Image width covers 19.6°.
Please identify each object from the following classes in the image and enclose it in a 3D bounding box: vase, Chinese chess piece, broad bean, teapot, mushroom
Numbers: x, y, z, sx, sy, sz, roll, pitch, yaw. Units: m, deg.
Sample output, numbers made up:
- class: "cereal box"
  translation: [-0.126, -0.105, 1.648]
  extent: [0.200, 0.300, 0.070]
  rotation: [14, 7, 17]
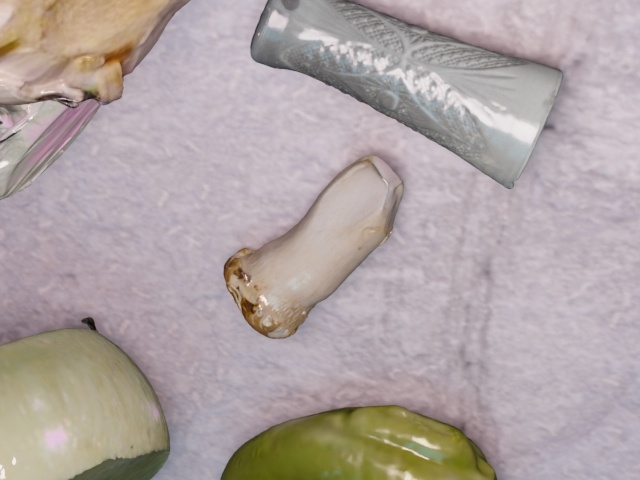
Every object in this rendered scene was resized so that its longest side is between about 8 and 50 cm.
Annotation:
- class: "vase"
  translation: [0.060, -0.125, 1.360]
  extent: [0.219, 0.096, 0.096]
  rotation: [24, 134, 1]
- class: "Chinese chess piece"
  translation: [-0.303, 0.210, 1.622]
  extent: [0.349, 0.349, 0.146]
  rotation: [-44, 73, 41]
- class: "broad bean"
  translation: [0.037, 0.249, 1.686]
  extent: [0.291, 0.119, 0.238]
  rotation: [-25, 119, 36]
- class: "teapot"
  translation: [-0.278, -0.123, 1.392]
  extent: [0.178, 0.221, 0.163]
  rotation: [41, 127, 4]
- class: "mushroom"
  translation: [0.000, 0.000, 1.511]
  extent: [0.209, 0.071, 0.084]
  rotation: [-44, 76, 38]

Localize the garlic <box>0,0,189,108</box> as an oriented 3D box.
- class: "garlic"
  translation: [-0.175, -0.239, 1.208]
  extent: [0.241, 0.322, 0.322]
  rotation: [36, 135, 11]
